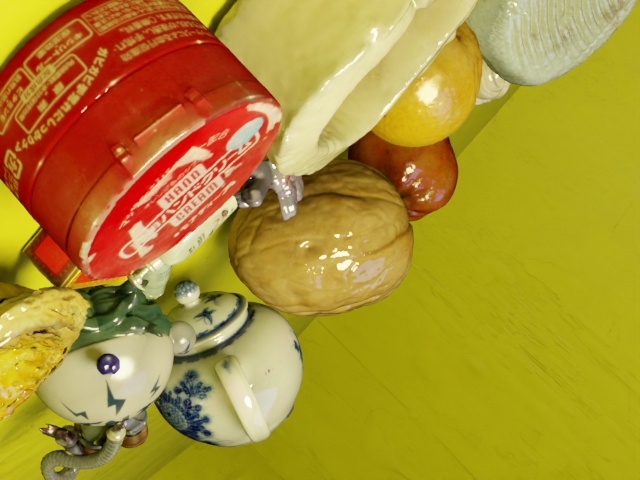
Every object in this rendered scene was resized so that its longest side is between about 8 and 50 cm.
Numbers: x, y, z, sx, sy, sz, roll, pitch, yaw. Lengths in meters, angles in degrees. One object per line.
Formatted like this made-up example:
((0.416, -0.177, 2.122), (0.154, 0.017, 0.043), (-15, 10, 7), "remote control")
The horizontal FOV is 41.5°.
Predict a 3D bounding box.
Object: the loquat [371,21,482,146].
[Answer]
((0.119, -0.234, 1.163), (0.208, 0.208, 0.208), (-44, 171, -9), "loquat")

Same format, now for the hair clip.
((-0.078, -0.089, 1.208), (0.090, 0.137, 0.278), (-10, -171, 29), "hair clip")

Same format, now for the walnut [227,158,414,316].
((0.000, -0.002, 1.420), (0.313, 0.277, 0.252), (-10, 135, -2), "walnut")

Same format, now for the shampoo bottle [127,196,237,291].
((-0.163, -0.004, 0.967), (0.152, 0.045, 0.077), (-44, 173, -13), "shampoo bottle")

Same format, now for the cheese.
((0.034, -0.235, 0.927), (0.332, 0.153, 0.292), (-50, 170, 20), "cheese")

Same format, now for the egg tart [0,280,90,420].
((-0.368, 0.125, 0.860), (0.291, 0.107, 0.291), (-38, 171, -7), "egg tart")

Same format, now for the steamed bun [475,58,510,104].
((0.284, -0.341, 1.585), (0.183, 0.183, 0.106), (-44, 150, -9), "steamed bun")

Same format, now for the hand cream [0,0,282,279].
((-0.159, -0.090, 0.719), (0.230, 0.149, 0.230), (-43, 173, -7), "hand cream")

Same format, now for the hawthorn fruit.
((0.170, -0.170, 1.694), (0.224, 0.224, 0.260), (122, -9, -54), "hawthorn fruit")

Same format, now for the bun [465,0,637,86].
((0.378, -0.435, 1.400), (0.355, 0.194, 0.354), (-22, 142, -18), "bun")

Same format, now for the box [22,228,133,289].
((-0.201, -0.055, 0.942), (0.239, 0.074, 0.153), (-48, 175, 11), "box")

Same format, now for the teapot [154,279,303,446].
((-0.165, 0.184, 1.365), (0.252, 0.279, 0.424), (-27, -157, -9), "teapot")

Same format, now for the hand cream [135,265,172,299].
((-0.226, 0.010, 1.178), (0.078, 0.050, 0.205), (-40, 165, -37), "hand cream")

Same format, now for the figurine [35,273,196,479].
((-0.299, 0.185, 1.175), (0.261, 0.186, 0.382), (-30, 160, -25), "figurine")
